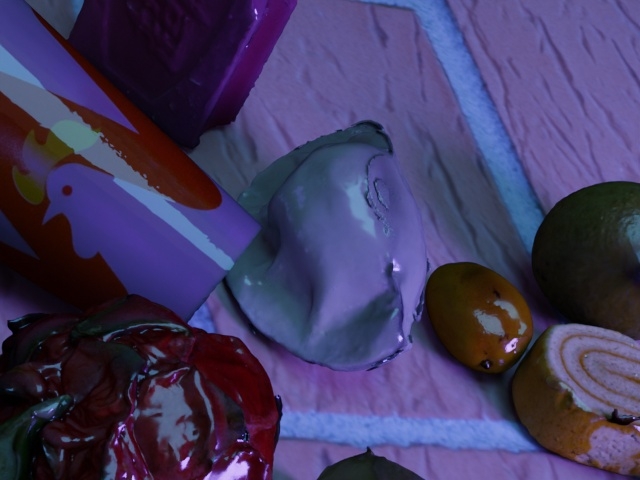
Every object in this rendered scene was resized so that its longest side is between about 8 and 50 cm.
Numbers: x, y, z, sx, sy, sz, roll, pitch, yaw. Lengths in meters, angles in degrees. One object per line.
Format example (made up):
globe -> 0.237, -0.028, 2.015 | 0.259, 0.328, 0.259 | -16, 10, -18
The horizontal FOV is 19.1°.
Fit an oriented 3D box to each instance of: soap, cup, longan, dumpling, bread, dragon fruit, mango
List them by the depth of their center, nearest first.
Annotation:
dragon fruit -> -0.125, 0.148, 1.291 | 0.234, 0.234, 0.293 | 51, 12, 22
cup -> -0.196, -0.049, 1.451 | 0.288, 0.203, 0.203 | 38, 39, -3
dumpling -> 0.000, 0.000, 1.583 | 0.172, 0.142, 0.247 | -9, 52, 6
bread -> 0.240, 0.130, 1.622 | 0.149, 0.073, 0.122 | 17, 39, -18
soap -> -0.105, -0.225, 1.632 | 0.162, 0.250, 0.099 | 39, 38, 11
mango -> 0.133, 0.063, 1.634 | 0.080, 0.060, 0.114 | -11, 56, -21
longan -> 0.266, 0.018, 1.720 | 0.155, 0.176, 0.145 | 45, 79, -17

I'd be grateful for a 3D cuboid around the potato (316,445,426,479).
potato -> 0.061, 0.257, 1.356 | 0.243, 0.098, 0.138 | 41, 41, 13
